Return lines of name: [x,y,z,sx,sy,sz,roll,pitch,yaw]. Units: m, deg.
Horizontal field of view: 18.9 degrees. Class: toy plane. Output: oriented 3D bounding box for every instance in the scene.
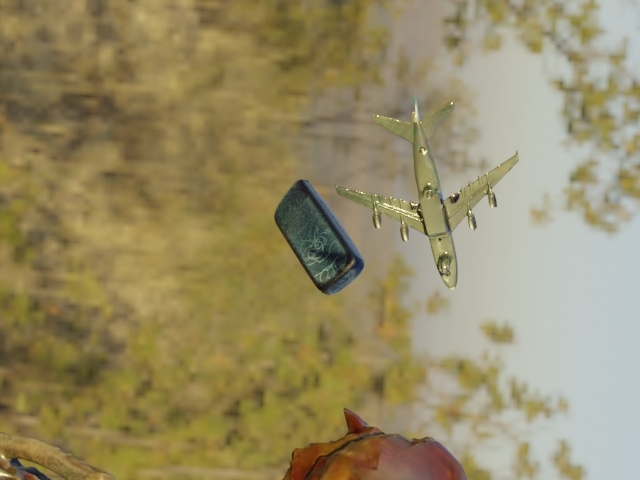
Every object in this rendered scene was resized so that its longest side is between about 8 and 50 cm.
toy plane: [0.047,-0.018,0.805,0.024,0.078,0.084,-62,141,-75]

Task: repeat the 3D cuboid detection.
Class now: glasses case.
glasses case: [0.000,0.000,1.161,0.033,0.023,0.083,-49,-135,16]

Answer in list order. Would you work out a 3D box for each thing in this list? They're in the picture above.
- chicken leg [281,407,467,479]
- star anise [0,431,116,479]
chicken leg: [0.084,0.185,0.369,0.083,0.177,0.322,-35,-120,48]
star anise: [-0.219,0.158,1.084,0.209,0.231,0.089,-49,116,-87]
